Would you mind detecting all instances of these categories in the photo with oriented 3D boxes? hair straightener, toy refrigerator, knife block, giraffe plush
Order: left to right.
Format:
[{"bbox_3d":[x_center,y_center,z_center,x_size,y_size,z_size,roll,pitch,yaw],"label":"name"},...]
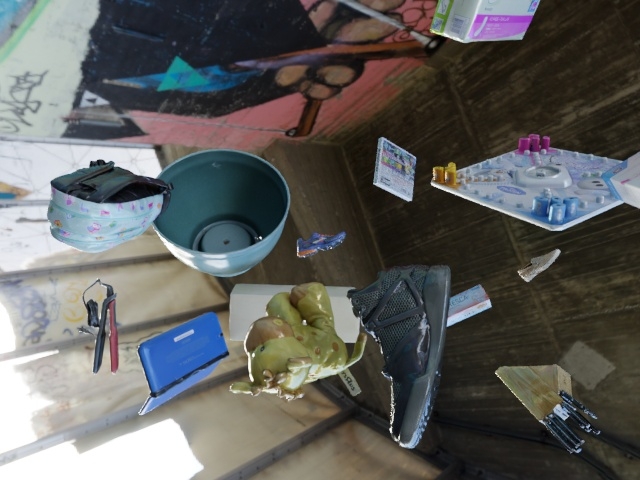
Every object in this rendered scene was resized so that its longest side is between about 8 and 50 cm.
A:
[{"bbox_3d":[-0.521,0.200,0.942,0.047,0.089,0.230,-136,-133,-75],"label":"hair straightener"},{"bbox_3d":[-0.050,0.172,0.619,0.210,0.171,0.181,38,-72,28],"label":"giraffe plush"},{"bbox_3d":[-0.055,0.156,0.886,0.094,0.270,0.102,-117,-152,-80],"label":"toy refrigerator"},{"bbox_3d":[0.677,0.510,1.233,0.276,0.088,0.241,-22,-140,48],"label":"knife block"}]

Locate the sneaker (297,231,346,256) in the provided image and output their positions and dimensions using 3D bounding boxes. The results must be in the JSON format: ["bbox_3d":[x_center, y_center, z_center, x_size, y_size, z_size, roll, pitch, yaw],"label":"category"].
[{"bbox_3d":[0.000,0.000,1.690,0.222,0.083,0.087,-18,-99,2],"label":"sneaker"}]

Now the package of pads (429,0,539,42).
[{"bbox_3d":[0.377,-0.546,0.840,0.101,0.297,0.229,39,-44,30],"label":"package of pads"}]

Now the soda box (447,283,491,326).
[{"bbox_3d":[0.423,0.207,1.243,0.183,0.063,0.058,-27,-131,11],"label":"soda box"}]

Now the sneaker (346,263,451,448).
[{"bbox_3d":[0.092,0.134,0.523,0.131,0.087,0.227,4,-113,22],"label":"sneaker"}]

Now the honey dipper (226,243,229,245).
[{"bbox_3d":[-0.281,0.010,1.303,0.031,0.161,0.030,12,-67,29],"label":"honey dipper"}]

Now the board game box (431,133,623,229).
[{"bbox_3d":[0.547,-0.169,1.000,0.390,0.390,0.050,40,-34,57],"label":"board game box"}]

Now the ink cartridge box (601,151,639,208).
[{"bbox_3d":[0.584,-0.102,0.686,0.104,0.181,0.061,-35,-80,18],"label":"ink cartridge box"}]

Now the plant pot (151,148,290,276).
[{"bbox_3d":[-0.222,-0.036,0.930,0.293,0.293,0.196,55,-25,27],"label":"plant pot"}]

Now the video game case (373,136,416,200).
[{"bbox_3d":[0.282,-0.264,1.523,0.023,0.202,0.183,-8,-111,50],"label":"video game case"}]

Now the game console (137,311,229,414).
[{"bbox_3d":[-0.477,0.407,1.363,0.174,0.293,0.249,-13,-84,39],"label":"game console"}]

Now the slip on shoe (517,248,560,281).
[{"bbox_3d":[0.630,0.066,1.174,0.041,0.051,0.135,44,-41,15],"label":"slip on shoe"}]

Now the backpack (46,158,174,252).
[{"bbox_3d":[-0.351,-0.059,0.669,0.152,0.182,0.115,15,-71,3],"label":"backpack"}]
